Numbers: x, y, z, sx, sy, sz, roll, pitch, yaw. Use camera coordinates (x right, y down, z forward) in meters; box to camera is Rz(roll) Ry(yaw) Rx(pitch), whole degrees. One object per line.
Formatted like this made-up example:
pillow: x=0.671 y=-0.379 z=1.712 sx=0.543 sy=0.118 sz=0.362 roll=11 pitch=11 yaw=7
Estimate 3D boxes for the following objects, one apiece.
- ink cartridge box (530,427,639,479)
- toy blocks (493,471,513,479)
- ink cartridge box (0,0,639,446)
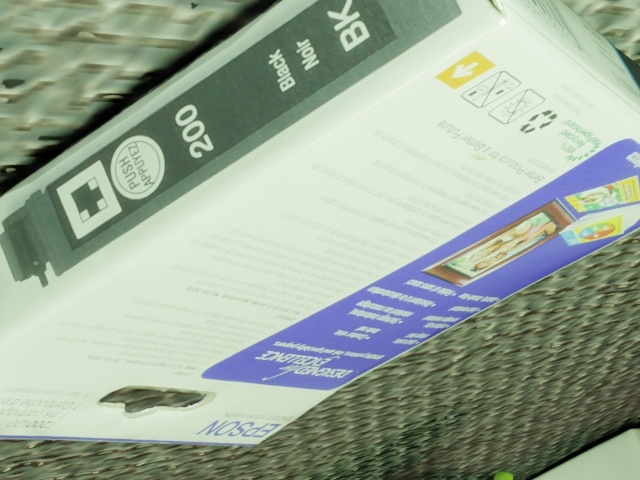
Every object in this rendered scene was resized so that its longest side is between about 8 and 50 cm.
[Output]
ink cartridge box: x=0.257 y=0.238 z=1.214 sx=0.207 sy=0.119 sz=0.353 roll=-37 pitch=157 yaw=33
toy blocks: x=-0.024 y=0.307 z=0.925 sx=0.261 sy=0.191 sz=0.381 roll=6 pitch=123 yaw=8
ink cartridge box: x=0.000 y=0.000 z=0.447 sx=0.208 sy=0.045 sz=0.206 roll=-32 pitch=158 yaw=20
